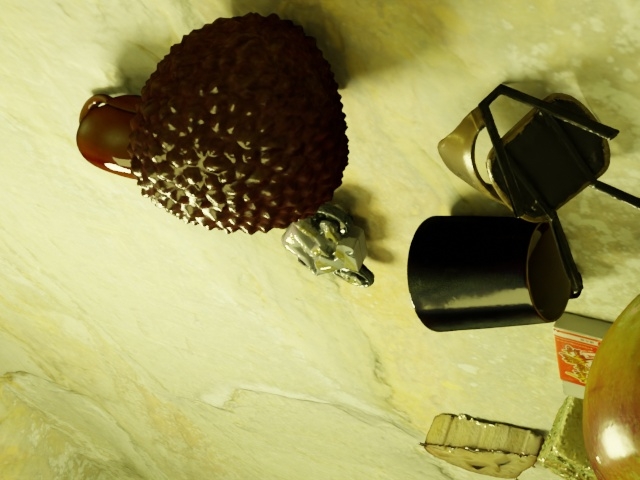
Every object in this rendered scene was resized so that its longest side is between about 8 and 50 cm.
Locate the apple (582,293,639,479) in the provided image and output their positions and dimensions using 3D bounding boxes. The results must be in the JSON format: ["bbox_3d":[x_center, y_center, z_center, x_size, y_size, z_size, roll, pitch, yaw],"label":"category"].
[{"bbox_3d":[0.528,0.218,1.495,0.384,0.374,0.374,35,153,-10],"label":"apple"}]

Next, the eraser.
[{"bbox_3d":[0.454,0.198,1.857,0.157,0.038,0.230,12,151,23],"label":"eraser"}]

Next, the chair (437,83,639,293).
[{"bbox_3d":[0.257,-0.083,1.376,0.159,0.172,0.247,45,-169,-36],"label":"chair"}]

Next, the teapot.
[{"bbox_3d":[-0.273,-0.166,1.722,0.252,0.135,0.178,26,-169,41],"label":"teapot"}]

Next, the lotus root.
[{"bbox_3d":[0.332,0.414,2.330,0.261,0.074,0.170,6,149,31],"label":"lotus root"}]

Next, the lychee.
[{"bbox_3d":[-0.097,-0.141,1.446,0.276,0.304,0.275,29,133,37],"label":"lychee"}]

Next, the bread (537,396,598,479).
[{"bbox_3d":[0.488,0.360,2.025,0.196,0.138,0.102,22,158,3],"label":"bread"}]

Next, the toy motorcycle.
[{"bbox_3d":[0.000,0.000,1.837,0.152,0.073,0.225,15,153,25],"label":"toy motorcycle"}]

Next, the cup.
[{"bbox_3d":[0.257,0.034,1.649,0.177,0.239,0.166,-4,101,36],"label":"cup"}]
